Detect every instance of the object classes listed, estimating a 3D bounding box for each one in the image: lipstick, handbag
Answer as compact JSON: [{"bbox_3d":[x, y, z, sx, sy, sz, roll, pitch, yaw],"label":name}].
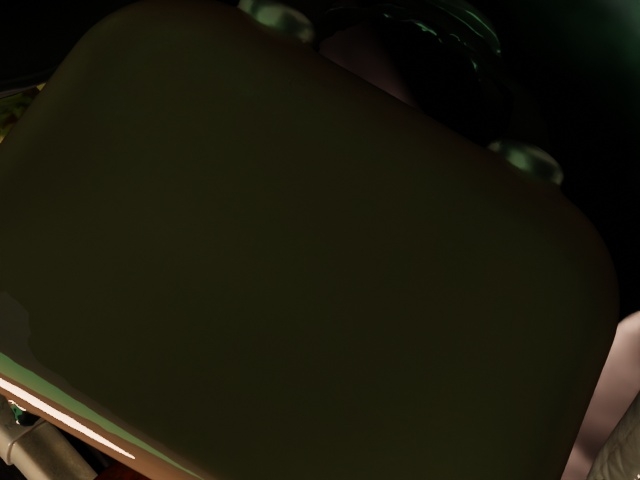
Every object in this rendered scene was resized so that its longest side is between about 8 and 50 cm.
[{"bbox_3d":[-0.402,0.272,1.086,0.253,0.079,0.077,40,136,16],"label":"lipstick"},{"bbox_3d":[0.000,0.000,0.398,0.302,0.283,0.149,29,178,1],"label":"handbag"}]

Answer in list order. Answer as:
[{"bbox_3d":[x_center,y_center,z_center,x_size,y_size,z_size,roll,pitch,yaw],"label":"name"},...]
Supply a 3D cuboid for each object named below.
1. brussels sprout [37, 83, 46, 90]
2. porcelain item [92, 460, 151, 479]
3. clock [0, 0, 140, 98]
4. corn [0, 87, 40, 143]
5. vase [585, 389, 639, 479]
[{"bbox_3d":[-0.246,-0.149,0.590,0.223,0.161,0.223,18,125,27],"label":"brussels sprout"},{"bbox_3d":[-0.120,0.319,0.776,0.253,0.253,0.252,24,130,32],"label":"porcelain item"},{"bbox_3d":[-0.216,-0.224,0.390,0.067,0.325,0.325,-9,109,52],"label":"clock"},{"bbox_3d":[-0.138,0.013,0.552,0.106,0.106,0.305,19,158,35],"label":"corn"},{"bbox_3d":[0.184,0.133,0.438,0.060,0.060,0.211,33,135,25],"label":"vase"}]
